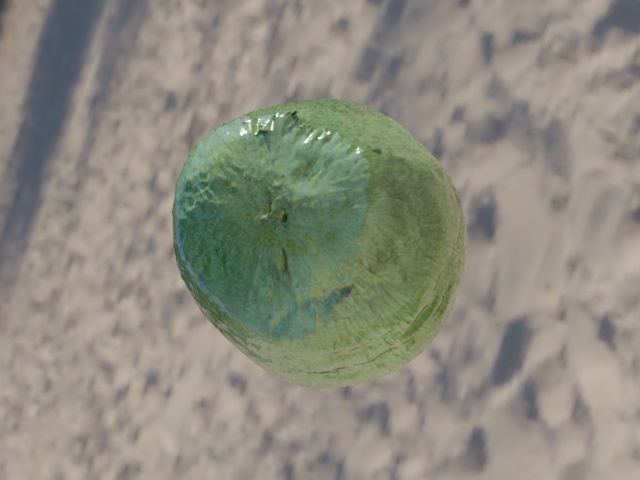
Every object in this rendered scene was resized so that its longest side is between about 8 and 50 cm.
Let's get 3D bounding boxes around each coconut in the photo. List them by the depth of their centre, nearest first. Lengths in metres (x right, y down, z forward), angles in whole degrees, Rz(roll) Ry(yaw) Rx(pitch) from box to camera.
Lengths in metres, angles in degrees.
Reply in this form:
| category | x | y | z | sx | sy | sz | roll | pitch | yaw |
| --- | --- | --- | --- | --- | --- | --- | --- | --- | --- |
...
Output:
| category | x | y | z | sx | sy | sz | roll | pitch | yaw |
| --- | --- | --- | --- | --- | --- | --- | --- | --- | --- |
| coconut | 0.000 | 0.000 | 0.551 | 0.096 | 0.088 | 0.088 | 68 | -142 | -77 |
